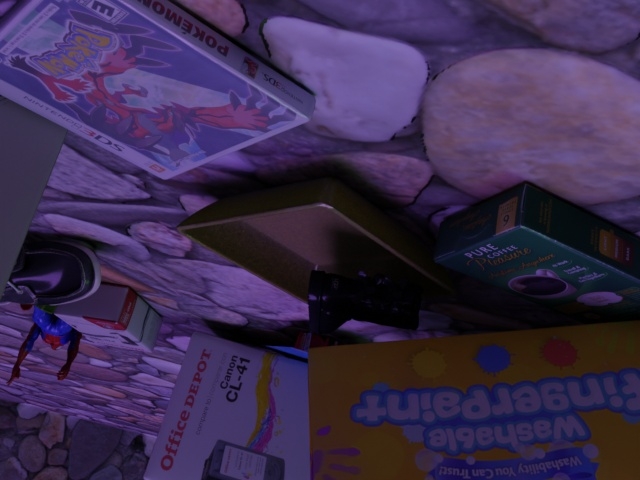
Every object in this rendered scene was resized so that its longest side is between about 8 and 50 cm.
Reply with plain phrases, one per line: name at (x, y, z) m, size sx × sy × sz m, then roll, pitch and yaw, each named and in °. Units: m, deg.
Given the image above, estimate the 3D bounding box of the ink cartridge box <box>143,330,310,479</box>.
ink cartridge box at (-0.060, 0.278, 1.164) m, size 0.306 × 0.226 × 0.131 m, roll 14°, pitch 166°, yaw 16°

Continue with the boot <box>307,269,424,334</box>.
boot at (0.040, 0.061, 0.754) m, size 0.099 × 0.045 × 0.121 m, roll 8°, pitch 158°, yaw 5°

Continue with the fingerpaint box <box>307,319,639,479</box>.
fingerpaint box at (0.225, 0.240, 0.780) m, size 0.444 × 0.163 × 0.371 m, roll -6°, pitch 140°, yaw 3°

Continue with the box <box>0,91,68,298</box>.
box at (-0.294, 0.012, 0.636) m, size 0.094 × 0.275 × 0.113 m, roll 28°, pitch 154°, yaw -31°

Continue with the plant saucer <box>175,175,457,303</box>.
plant saucer at (0.000, 0.000, 0.745) m, size 0.188 × 0.045 × 0.188 m, roll -7°, pitch 151°, yaw 42°

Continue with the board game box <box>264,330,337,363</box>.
board game box at (0.003, 0.152, 1.137) m, size 0.133 × 0.033 × 0.168 m, roll 23°, pitch 166°, yaw -19°

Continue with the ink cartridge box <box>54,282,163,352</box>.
ink cartridge box at (-0.295, 0.108, 1.173) m, size 0.099 × 0.056 × 0.135 m, roll 7°, pitch 157°, yaw 15°

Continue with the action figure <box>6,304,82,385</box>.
action figure at (-0.425, 0.161, 1.289) m, size 0.091 × 0.139 × 0.280 m, roll 18°, pitch 161°, yaw -8°

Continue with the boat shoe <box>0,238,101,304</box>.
boat shoe at (-0.365, 0.046, 0.993) m, size 0.233 × 0.084 × 0.079 m, roll -1°, pitch -167°, yaw 24°

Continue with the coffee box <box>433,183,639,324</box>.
coffee box at (0.199, 0.018, 0.677) m, size 0.184 × 0.041 × 0.113 m, roll 21°, pitch 157°, yaw -20°

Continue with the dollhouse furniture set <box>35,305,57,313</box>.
dollhouse furniture set at (-0.406, 0.034, 1.106) m, size 0.151 × 0.059 × 0.076 m, roll 29°, pitch 170°, yaw 14°

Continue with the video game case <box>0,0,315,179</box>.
video game case at (-0.134, -0.109, 0.586) m, size 0.183 × 0.023 × 0.201 m, roll 28°, pitch 154°, yaw -33°
